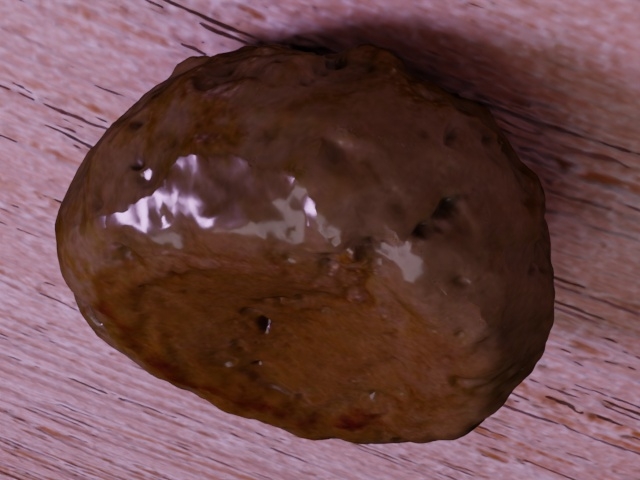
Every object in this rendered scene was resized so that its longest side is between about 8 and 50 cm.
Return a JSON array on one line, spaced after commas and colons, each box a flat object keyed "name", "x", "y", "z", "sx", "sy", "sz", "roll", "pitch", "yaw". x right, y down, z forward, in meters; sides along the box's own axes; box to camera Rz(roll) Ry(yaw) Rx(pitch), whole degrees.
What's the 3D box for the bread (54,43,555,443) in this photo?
[{"name": "bread", "x": 0.000, "y": 0.000, "z": 0.717, "sx": 0.230, "sy": 0.123, "sz": 0.230, "roll": 12, "pitch": 147, "yaw": 8}]
